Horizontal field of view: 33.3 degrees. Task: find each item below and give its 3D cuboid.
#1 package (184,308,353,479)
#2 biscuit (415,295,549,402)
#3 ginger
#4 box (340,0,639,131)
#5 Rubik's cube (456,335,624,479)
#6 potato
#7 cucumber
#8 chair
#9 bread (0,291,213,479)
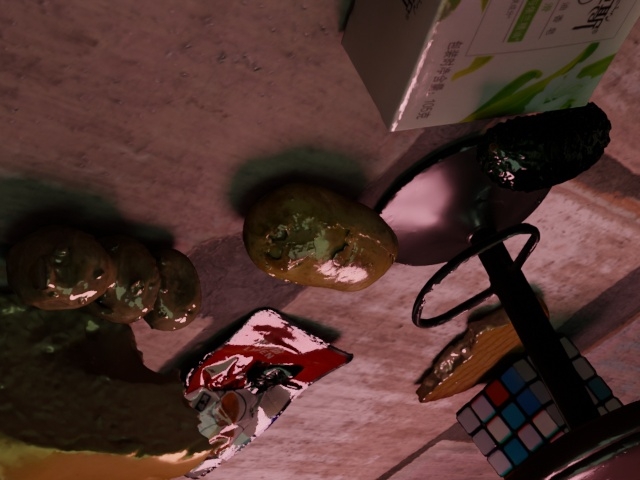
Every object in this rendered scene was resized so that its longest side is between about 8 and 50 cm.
[{"bbox_3d":[-0.107,0.191,1.280,0.269,0.071,0.194,-47,147,11],"label":"package"},{"bbox_3d":[0.219,0.154,1.480,0.229,0.031,0.176,-32,148,13],"label":"biscuit"},{"bbox_3d":[-0.185,0.034,0.958,0.104,0.080,0.204,-7,166,42],"label":"ginger"},{"bbox_3d":[0.148,-0.212,0.783,0.194,0.111,0.260,-11,145,-23],"label":"box"},{"bbox_3d":[0.322,0.255,1.554,0.154,0.155,0.151,-19,155,-44],"label":"Rubik's cube"},{"bbox_3d":[0.000,0.000,1.030,0.107,0.080,0.170,-32,146,32],"label":"potato"},{"bbox_3d":[0.197,-0.082,0.951,0.072,0.072,0.300,-42,170,28],"label":"cucumber"},{"bbox_3d":[0.227,0.113,1.057,0.227,0.401,0.226,-19,150,-11],"label":"chair"},{"bbox_3d":[-0.262,0.174,1.027,0.224,0.183,0.211,5,144,-38],"label":"bread"}]
